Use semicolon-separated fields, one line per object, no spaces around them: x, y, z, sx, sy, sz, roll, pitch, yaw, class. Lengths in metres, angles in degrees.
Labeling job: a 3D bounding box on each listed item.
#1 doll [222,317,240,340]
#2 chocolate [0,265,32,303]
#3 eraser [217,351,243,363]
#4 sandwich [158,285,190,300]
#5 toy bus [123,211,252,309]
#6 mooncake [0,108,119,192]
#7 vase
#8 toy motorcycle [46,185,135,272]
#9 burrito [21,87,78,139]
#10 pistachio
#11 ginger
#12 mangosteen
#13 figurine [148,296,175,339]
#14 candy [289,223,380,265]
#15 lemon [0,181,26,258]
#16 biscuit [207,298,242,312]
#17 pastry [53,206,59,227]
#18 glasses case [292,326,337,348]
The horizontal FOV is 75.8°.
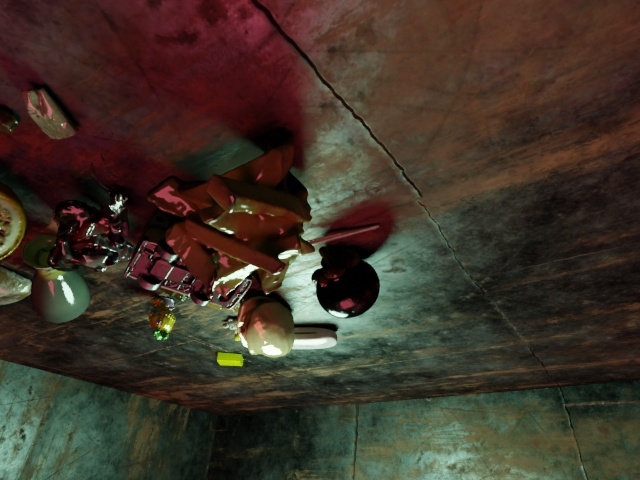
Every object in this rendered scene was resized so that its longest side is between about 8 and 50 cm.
-0.339;0.359;1.722;0.113;0.072;0.135;37;132;-13;doll
-1.204;0.183;1.512;0.303;0.101;0.185;-13;147;29;chocolate
-0.468;0.618;2.137;0.122;0.045;0.097;3;147;0;eraser
-0.439;0.092;1.275;0.184;0.159;0.109;32;124;26;sandwich
-0.352;0.057;1.136;0.305;0.179;0.143;25;119;-28;toy bus
-0.521;-0.187;0.800;0.346;0.057;0.150;21;167;33;mooncake
-0.852;0.123;1.325;0.173;0.173;0.321;14;141;-15;vase
-0.557;-0.028;1.038;0.207;0.134;0.401;11;138;-31;toy motorcycle
-0.543;-0.251;0.815;0.074;0.044;0.118;3;151;9;burrito
-0.199;0.323;1.540;0.193;0.214;0.318;36;155;35;pistachio
-0.183;-0.002;0.893;0.357;0.211;0.414;-6;127;-8;ginger
0.067;0.115;1.201;0.194;0.194;0.231;-15;117;27;mangosteen
-0.606;0.288;1.543;0.094;0.157;0.115;-11;147;22;figurine
0.000;0.000;1.129;0.335;0.093;0.092;-15;-174;13;candy
-0.865;-0.055;0.987;0.219;0.241;0.240;17;154;28;lemon
-0.369;0.214;1.520;0.141;0.029;0.221;-11;145;20;biscuit
-0.668;-0.030;1.148;0.087;0.063;0.169;-12;145;27;pastry
-0.075;0.419;1.759;0.296;0.075;0.113;-4;144;11;glasses case
